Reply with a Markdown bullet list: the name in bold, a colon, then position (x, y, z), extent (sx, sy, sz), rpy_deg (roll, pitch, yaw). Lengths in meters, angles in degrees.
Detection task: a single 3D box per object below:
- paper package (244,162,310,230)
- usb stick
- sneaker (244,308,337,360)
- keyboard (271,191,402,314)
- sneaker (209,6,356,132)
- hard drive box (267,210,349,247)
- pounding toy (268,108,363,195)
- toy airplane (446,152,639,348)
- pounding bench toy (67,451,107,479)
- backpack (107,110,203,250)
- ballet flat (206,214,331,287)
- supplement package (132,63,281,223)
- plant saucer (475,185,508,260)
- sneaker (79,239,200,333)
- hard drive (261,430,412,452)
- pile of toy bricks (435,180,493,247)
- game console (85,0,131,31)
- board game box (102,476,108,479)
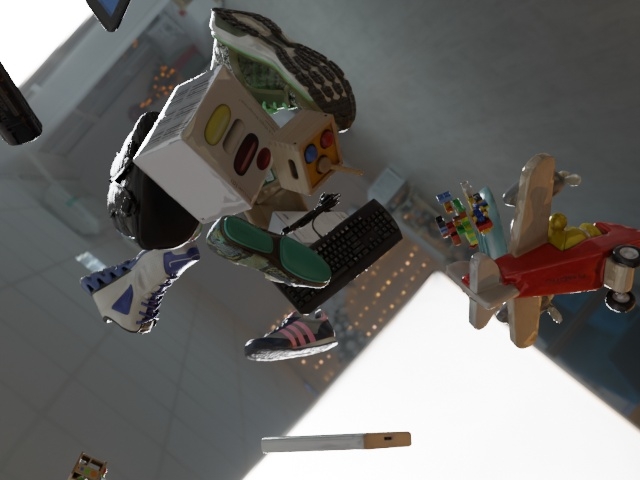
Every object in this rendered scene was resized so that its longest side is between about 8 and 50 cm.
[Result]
- **paper package**: position (-0.146, -0.122, 2.161), extent (0.310, 0.168, 0.325), rpy_deg (63, 179, -38)
- **usb stick**: position (-0.574, -0.256, 1.300), extent (0.278, 0.077, 0.045), rpy_deg (92, 153, -68)
- **sneaker**: position (-0.100, 0.279, 2.178), extent (0.319, 0.112, 0.131), rpy_deg (0, -116, -40)
- **keyboard**: position (0.016, 0.003, 1.605), extent (0.201, 0.317, 0.033), rpy_deg (46, 155, 15)
- **sneaker**: position (-0.091, -0.329, 1.551), extent (0.410, 0.182, 0.158), rpy_deg (43, -140, 24)
- **hard drive box**: position (0.000, 0.000, 1.951), extent (0.232, 0.089, 0.181), rpy_deg (0, -151, -32)
- **pounding toy**: position (-0.005, -0.154, 1.347), extent (0.100, 0.130, 0.141), rpy_deg (18, 140, 33)
- **toy airplane**: position (0.452, 0.036, 1.555), extent (0.384, 0.386, 0.272), rpy_deg (30, -153, -26)
- **pounding bench toy**: position (-0.489, 0.493, 1.531), extent (0.065, 0.052, 0.083), rpy_deg (27, 135, -9)
- **backpack**: position (-0.367, -0.116, 1.639), extent (0.273, 0.290, 0.355), rpy_deg (2, 176, -36)
- **ballet flat**: position (-0.073, 0.021, 0.993), extent (0.188, 0.070, 0.070), rpy_deg (29, -177, -29)
- **supplement package**: position (-0.204, -0.179, 1.382), extent (0.149, 0.203, 0.194), rpy_deg (-14, 133, 40)
- **plant saucer**: position (0.442, 0.019, 1.886), extent (0.317, 0.043, 0.318), rpy_deg (-12, -90, -83)
- **sneaker**: position (-0.418, 0.124, 1.776), extent (0.182, 0.315, 0.127), rpy_deg (69, -164, 3)
- **hard drive**: position (0.038, 0.489, 1.769), extent (0.307, 0.040, 0.203), rpy_deg (-13, 162, 36)
- **pile of toy bricks**: position (0.318, -0.034, 1.590), extent (0.212, 0.118, 0.105), rpy_deg (-97, -18, -65)
- **game console**: position (-0.411, -0.538, 1.204), extent (0.250, 0.293, 0.173), rpy_deg (14, -135, -32)
- **board game box**: position (-0.620, 0.775, 1.965), extent (0.303, 0.224, 0.098), rpy_deg (12, 118, 47)
